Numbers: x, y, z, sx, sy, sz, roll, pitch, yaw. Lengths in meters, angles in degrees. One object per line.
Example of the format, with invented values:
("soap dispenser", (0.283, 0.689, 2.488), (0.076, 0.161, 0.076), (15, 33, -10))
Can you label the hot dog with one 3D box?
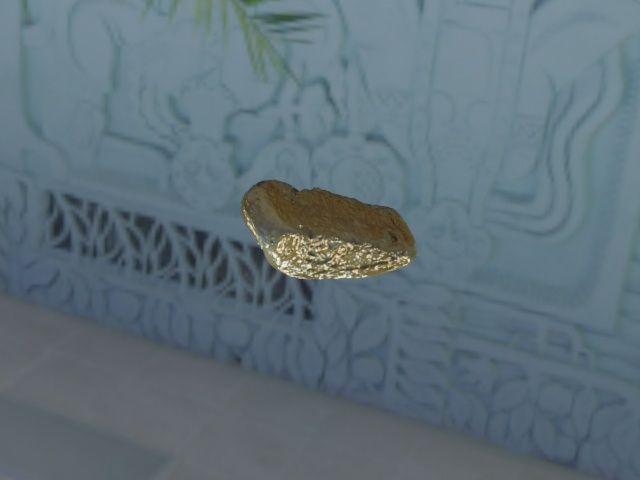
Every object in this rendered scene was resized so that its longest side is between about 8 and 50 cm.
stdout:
("hot dog", (0.000, 0.000, 0.532), (0.090, 0.034, 0.030), (11, -135, -41))
